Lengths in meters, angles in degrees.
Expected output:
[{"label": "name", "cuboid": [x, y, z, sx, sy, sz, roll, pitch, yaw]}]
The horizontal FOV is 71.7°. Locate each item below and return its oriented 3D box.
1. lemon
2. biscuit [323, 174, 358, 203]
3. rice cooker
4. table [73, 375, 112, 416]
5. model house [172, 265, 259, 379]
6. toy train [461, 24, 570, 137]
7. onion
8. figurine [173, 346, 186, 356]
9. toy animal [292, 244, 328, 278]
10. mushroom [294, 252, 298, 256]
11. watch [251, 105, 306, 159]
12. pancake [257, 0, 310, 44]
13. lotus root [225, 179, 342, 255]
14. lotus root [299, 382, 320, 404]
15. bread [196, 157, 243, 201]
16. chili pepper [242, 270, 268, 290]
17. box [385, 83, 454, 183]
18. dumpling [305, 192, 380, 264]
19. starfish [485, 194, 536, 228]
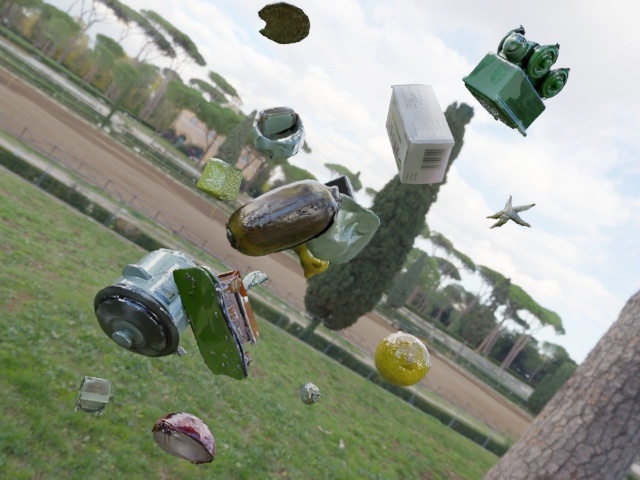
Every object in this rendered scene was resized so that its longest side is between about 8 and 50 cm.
[{"label": "lemon", "cuboid": [0.349, 0.510, 1.902, 0.234, 0.233, 0.288, 34, -12, 0]}, {"label": "biscuit", "cuboid": [0.100, -0.134, 1.799, 0.070, 0.106, 0.251, 8, 61, -74]}, {"label": "rice cooker", "cuboid": [-0.484, 0.186, 1.278, 0.265, 0.316, 0.316, 11, -7, 13]}, {"label": "table", "cuboid": [-0.643, 0.442, 1.253, 0.079, 0.062, 0.083, 21, 22, -27]}, {"label": "model house", "cuboid": [-0.225, 0.181, 1.120, 0.207, 0.154, 0.293, -9, -79, 47]}, {"label": "toy train", "cuboid": [0.518, -0.417, 1.155, 0.266, 0.202, 0.145, 18, 29, -46]}, {"label": "onion", "cuboid": [-0.479, 0.674, 1.562, 0.227, 0.120, 0.283, 2, -46, 15]}, {"label": "figurine", "cuboid": [-0.719, 0.419, 2.059, 0.309, 0.143, 0.308, 26, -38, 23]}, {"label": "toy animal", "cuboid": [-0.055, 0.030, 1.813, 0.229, 0.156, 0.156, 62, 5, 12]}, {"label": "mushroom", "cuboid": [0.000, 0.000, 1.995, 0.195, 0.253, 0.189, 28, -22, 41]}, {"label": "watch", "cuboid": [-0.176, -0.468, 1.956, 0.241, 0.254, 0.161, 54, -31, 35]}, {"label": "pancake", "cuboid": [-0.143, -0.844, 1.730, 0.212, 0.029, 0.235, 4, -13, -11]}, {"label": "lotus root", "cuboid": [-0.103, -0.074, 1.386, 0.179, 0.398, 0.195, 56, -19, 34]}, {"label": "lotus root", "cuboid": [-0.053, 0.666, 1.932, 0.088, 0.088, 0.165, 35, -14, -10]}, {"label": "bread", "cuboid": [-0.308, -0.183, 1.348, 0.111, 0.114, 0.129, 22, 2, 17]}, {"label": "chili pepper", "cuboid": [-0.329, 0.187, 1.974, 0.085, 0.076, 0.359, 40, 15, 9]}, {"label": "box", "cuboid": [0.315, -0.359, 1.464, 0.145, 0.332, 0.173, -1, -40, -5]}, {"label": "dumpling", "cuboid": [0.047, -0.062, 1.616, 0.211, 0.270, 0.321, 50, 8, 21]}, {"label": "starfish", "cuboid": [0.810, -0.123, 1.891, 0.208, 0.175, 0.053, -9, -40, 26]}]
